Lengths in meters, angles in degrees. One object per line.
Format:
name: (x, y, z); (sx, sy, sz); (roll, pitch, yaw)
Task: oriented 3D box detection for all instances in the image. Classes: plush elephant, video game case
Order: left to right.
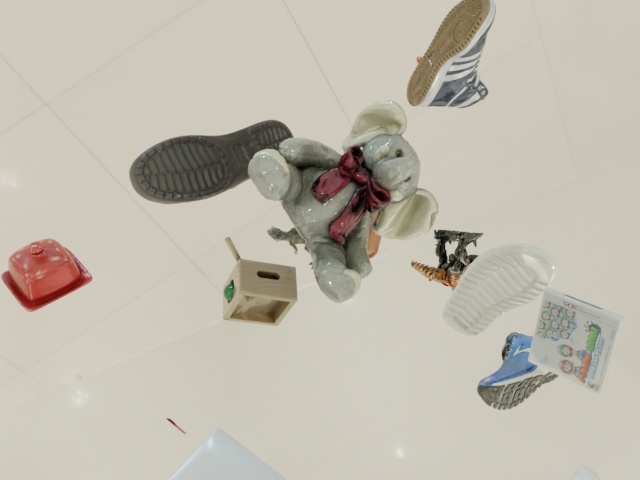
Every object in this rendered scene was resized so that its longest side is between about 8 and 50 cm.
plush elephant: (0.069, -0.091, 1.087); (0.255, 0.330, 0.271); (-30, 98, 10)
video game case: (0.459, 0.181, 1.151); (0.019, 0.143, 0.157); (-18, 121, -43)

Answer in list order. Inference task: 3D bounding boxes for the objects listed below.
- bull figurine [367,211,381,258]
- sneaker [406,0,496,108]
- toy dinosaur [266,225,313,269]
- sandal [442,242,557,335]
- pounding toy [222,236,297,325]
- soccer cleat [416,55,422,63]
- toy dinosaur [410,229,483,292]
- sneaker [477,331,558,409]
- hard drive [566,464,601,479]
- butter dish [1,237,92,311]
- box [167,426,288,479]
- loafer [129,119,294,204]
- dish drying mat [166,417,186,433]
bull figurine: (0.124, -0.109, 1.731); (0.101, 0.189, 0.310); (26, 81, -72)
sneaker: (0.310, -0.382, 1.323); (0.153, 0.099, 0.282); (2, 147, -26)
toy dinosaur: (0.000, 0.000, 1.457); (0.268, 0.064, 0.118); (-10, 132, 27)
sandal: (0.430, 0.105, 1.594); (0.169, 0.102, 0.416); (34, 143, -1)
pounding toy: (-0.125, 0.079, 1.174); (0.141, 0.100, 0.130); (10, 143, -21)
soccer cleat: (0.309, -0.499, 1.805); (0.036, 0.083, 0.029); (-38, 156, -26)
toy dinosaur: (0.435, 0.077, 2.038); (0.322, 0.164, 0.218); (0, 95, -53)
sneaker: (0.526, 0.337, 1.703); (0.330, 0.147, 0.129); (-17, 136, -34)
hard drive: (0.393, 0.557, 1.069); (0.040, 0.203, 0.307); (31, 106, -16)
butter dish: (-0.619, 0.052, 1.411); (0.160, 0.160, 0.118); (-31, 141, -31)
box: (-0.154, 0.490, 0.988); (0.215, 0.168, 0.345); (-44, 151, -33)
loafer: (-0.222, -0.149, 1.325); (0.366, 0.130, 0.133); (-18, 87, -32)
dish drying mat: (-0.340, 0.440, 1.504); (0.008, 0.032, 0.083); (-50, 157, -22)
